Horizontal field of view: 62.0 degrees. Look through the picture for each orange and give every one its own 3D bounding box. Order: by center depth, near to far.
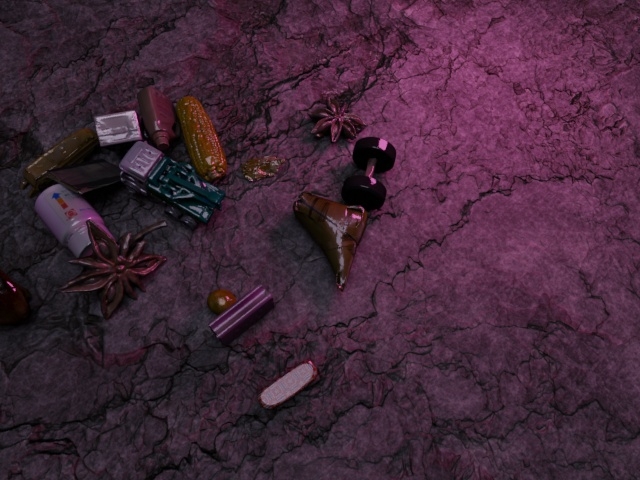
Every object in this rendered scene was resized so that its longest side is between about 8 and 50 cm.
[{"bbox_3d":[-0.309,0.193,1.661,0.095,0.085,0.085,15,64,29],"label":"orange"}]

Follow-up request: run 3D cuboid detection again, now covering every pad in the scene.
[{"bbox_3d":[-0.764,-0.219,1.777,0.174,0.022,0.233,27,31,22],"label":"pad"}]

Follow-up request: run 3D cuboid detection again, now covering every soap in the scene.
[{"bbox_3d":[-0.238,0.228,1.628,0.203,0.122,0.065,-38,72,-16],"label":"soap"}]

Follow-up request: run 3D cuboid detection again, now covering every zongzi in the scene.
[{"bbox_3d":[0.000,0.000,1.745,0.260,0.123,0.289,18,71,11],"label":"zongzi"}]

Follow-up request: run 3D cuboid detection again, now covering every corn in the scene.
[{"bbox_3d":[-0.423,-0.361,1.884,0.121,0.120,0.363,-21,68,-11],"label":"corn"}]

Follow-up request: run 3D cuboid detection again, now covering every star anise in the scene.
[{"bbox_3d":[-0.629,0.073,1.654,0.109,0.292,0.349,19,88,40],"label":"star anise"},{"bbox_3d":[0.049,-0.431,1.959,0.197,0.073,0.212,-31,68,-19],"label":"star anise"}]

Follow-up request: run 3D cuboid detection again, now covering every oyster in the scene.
[{"bbox_3d":[-0.212,-0.256,1.894,0.146,0.045,0.121,24,81,9],"label":"oyster"}]

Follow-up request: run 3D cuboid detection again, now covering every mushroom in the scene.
[{"bbox_3d":[-0.976,0.160,1.589,0.231,0.194,0.138,33,68,23],"label":"mushroom"}]

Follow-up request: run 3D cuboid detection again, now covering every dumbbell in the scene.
[{"bbox_3d":[0.168,-0.229,1.832,0.153,0.152,0.218,15,67,4],"label":"dumbbell"}]

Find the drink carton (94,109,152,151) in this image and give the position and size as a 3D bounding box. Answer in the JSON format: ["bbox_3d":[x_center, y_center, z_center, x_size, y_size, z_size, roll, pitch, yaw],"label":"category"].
[{"bbox_3d":[-0.666,-0.366,1.813,0.134,0.222,0.101,-14,95,-7],"label":"drink carton"}]

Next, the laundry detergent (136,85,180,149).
[{"bbox_3d":[-0.551,-0.411,1.877,0.076,0.171,0.237,-29,68,17],"label":"laundry detergent"}]

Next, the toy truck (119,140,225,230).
[{"bbox_3d":[-0.480,-0.185,1.757,0.364,0.178,0.176,29,69,2],"label":"toy truck"}]

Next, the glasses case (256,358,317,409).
[{"bbox_3d":[-0.095,0.431,1.583,0.195,0.049,0.073,-31,72,-15],"label":"glasses case"}]

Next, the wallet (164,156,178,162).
[{"bbox_3d":[-0.592,-0.259,1.881,0.176,0.026,0.095,9,72,4],"label":"wallet"}]

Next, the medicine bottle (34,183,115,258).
[{"bbox_3d":[-0.786,-0.053,1.714,0.152,0.152,0.254,-40,75,-18],"label":"medicine bottle"}]

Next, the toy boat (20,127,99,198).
[{"bbox_3d":[-0.886,-0.266,1.823,0.089,0.115,0.310,37,67,12],"label":"toy boat"}]
